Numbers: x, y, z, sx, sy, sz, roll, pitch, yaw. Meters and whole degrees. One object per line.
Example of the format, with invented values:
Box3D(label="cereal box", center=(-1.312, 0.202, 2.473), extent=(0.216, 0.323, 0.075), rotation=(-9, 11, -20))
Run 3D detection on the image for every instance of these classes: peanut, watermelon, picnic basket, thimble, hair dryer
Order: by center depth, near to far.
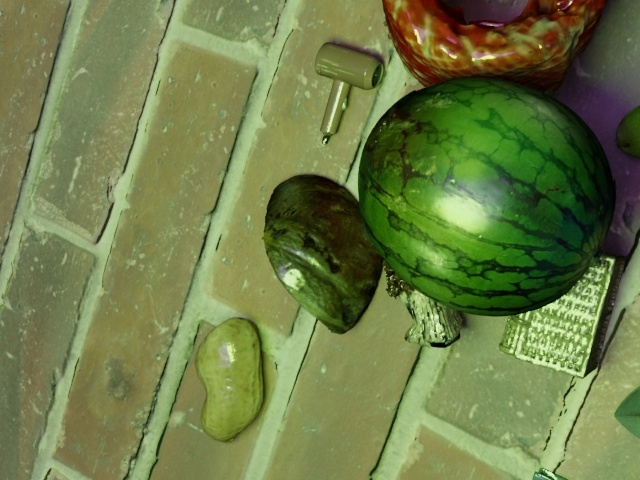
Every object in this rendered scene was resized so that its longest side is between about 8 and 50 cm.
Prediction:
Box3D(label="watermelon", center=(0.229, -0.061, 1.197), extent=(0.363, 0.363, 0.363), rotation=(1, 92, 26))
Box3D(label="thimble", center=(0.254, -0.376, 1.304), extent=(0.350, 0.230, 0.350), rotation=(-2, 79, 8))
Box3D(label="picnic basket", center=(0.379, 0.097, 1.364), extent=(0.154, 0.134, 0.196), rotation=(16, 99, 27))
Box3D(label="hair dryer", center=(0.037, -0.259, 1.560), extent=(0.117, 0.064, 0.182), rotation=(23, 110, 22))
Box3D(label="peanut", center=(-0.175, 0.271, 1.647), extent=(0.137, 0.122, 0.253), rotation=(3, 98, 35))

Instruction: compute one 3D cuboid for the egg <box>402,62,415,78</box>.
Box3D(label="egg", center=(0.192, -0.308, 1.463), extent=(0.110, 0.085, 0.085), rotation=(-1, 92, 33))

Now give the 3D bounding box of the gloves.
Box3D(label="gloves", center=(0.173, 0.018, 1.434), extent=(0.135, 0.210, 0.312), rotation=(-17, 92, 41))

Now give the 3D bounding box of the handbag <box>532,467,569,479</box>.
Box3D(label="handbag", center=(0.385, 0.507, 1.423), extent=(0.144, 0.057, 0.221), rotation=(21, 101, 28))

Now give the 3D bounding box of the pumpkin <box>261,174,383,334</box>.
Box3D(label="pumpkin", center=(0.000, 0.000, 1.520), extent=(0.148, 0.169, 0.312), rotation=(-39, 76, 24))

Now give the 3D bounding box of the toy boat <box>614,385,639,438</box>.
Box3D(label="toy boat", center=(0.603, 0.258, 1.288), extent=(0.319, 0.092, 0.141), rotation=(-9, 89, 33))

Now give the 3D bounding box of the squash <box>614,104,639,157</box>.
Box3D(label="squash", center=(0.622, -0.201, 1.253), extent=(0.378, 0.101, 0.101), rotation=(-13, 86, 28))
